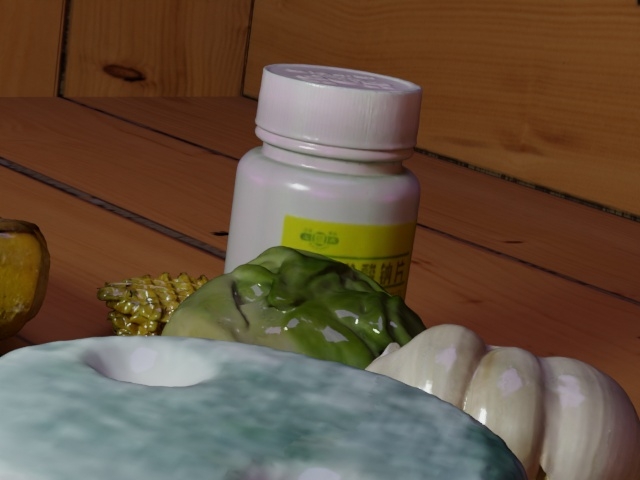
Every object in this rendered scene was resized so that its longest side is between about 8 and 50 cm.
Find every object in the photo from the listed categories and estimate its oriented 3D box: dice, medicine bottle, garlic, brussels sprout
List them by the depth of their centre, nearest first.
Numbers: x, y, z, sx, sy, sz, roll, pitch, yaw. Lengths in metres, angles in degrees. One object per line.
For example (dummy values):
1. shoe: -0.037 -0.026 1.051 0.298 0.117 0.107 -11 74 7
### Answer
1. dice: -0.072 0.254 0.981 0.330 0.328 0.348 11 14 14
2. garlic: 0.175 0.187 1.535 0.281 0.203 0.184 26 -34 -27
3. brussels sprout: -0.014 0.139 1.706 0.328 0.247 0.328 8 9 -1
4. medicine bottle: 0.000 0.000 1.994 0.213 0.379 0.213 7 12 -1

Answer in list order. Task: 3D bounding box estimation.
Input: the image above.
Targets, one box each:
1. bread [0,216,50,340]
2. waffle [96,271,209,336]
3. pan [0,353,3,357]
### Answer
1. bread: -0.503 0.042 2.032 0.337 0.148 0.328 -1 6 -31
2. waffle: -0.168 0.096 2.174 0.197 0.070 0.193 15 15 19
3. pan: -0.405 0.146 1.856 0.128 0.048 0.202 10 12 24
